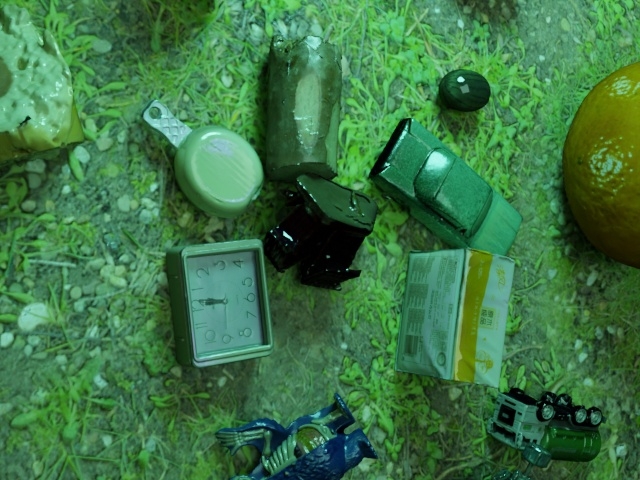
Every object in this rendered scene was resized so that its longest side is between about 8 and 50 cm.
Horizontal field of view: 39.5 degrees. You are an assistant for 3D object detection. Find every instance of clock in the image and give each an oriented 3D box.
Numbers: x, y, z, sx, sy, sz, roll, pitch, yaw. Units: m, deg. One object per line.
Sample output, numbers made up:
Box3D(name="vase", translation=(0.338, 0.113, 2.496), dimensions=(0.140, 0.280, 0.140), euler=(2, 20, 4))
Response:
Box3D(name="clock", translation=(-0.160, 0.098, 1.420), dimensions=(0.147, 0.071, 0.192), euler=(-6, 91, -28))

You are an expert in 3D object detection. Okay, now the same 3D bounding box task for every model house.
Box3D(name="model house", translation=(-0.007, -0.008, 1.477), dimensions=(0.203, 0.141, 0.164), euler=(22, 122, -39))

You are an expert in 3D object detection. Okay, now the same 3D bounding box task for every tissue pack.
Box3D(name="tissue pack", translation=(0.235, 0.134, 1.568), dimensions=(0.124, 0.185, 0.225), euler=(11, 83, -28))

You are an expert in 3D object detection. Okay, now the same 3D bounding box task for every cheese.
Box3D(name="cheese", translation=(-0.191, -0.137, 1.416), dimensions=(0.227, 0.064, 0.137), euler=(42, 66, -22))

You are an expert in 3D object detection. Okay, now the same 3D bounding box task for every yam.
Box3D(name="yam", translation=(-0.027, -0.217, 1.477), dimensions=(0.128, 0.129, 0.238), euler=(4, 83, -13))

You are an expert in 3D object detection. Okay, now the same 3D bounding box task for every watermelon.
Box3D(name="watermelon", translation=(0.272, -0.279, 1.667), dimensions=(0.110, 0.078, 0.078), euler=(2, 87, -29))

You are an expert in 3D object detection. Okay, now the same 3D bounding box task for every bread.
Box3D(name="bread", translation=(-0.429, -0.202, 1.207), dimensions=(0.183, 0.211, 0.224), euler=(-25, 105, -20))

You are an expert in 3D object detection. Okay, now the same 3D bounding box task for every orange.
Box3D(name="orange", translation=(0.682, -0.149, 1.741), dimensions=(0.424, 0.326, 0.424), euler=(1, 89, -27))

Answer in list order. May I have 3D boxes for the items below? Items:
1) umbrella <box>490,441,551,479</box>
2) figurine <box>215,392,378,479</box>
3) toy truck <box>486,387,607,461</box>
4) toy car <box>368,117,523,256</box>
Box3D(name="umbrella", translation=(0.324, 0.530, 1.610), dimensions=(0.143, 0.094, 0.349), euler=(27, 92, -40))
Box3D(name="figurine", translation=(-0.042, 0.362, 1.455), dimensions=(0.262, 0.121, 0.164), euler=(-17, 70, -6))
Box3D(name="toy truck", translation=(0.442, 0.361, 1.722), dimensions=(0.242, 0.101, 0.125), euler=(14, 93, -30))
Box3D(name="toy car", translation=(0.238, -0.076, 1.627), dimensions=(0.320, 0.097, 0.141), euler=(37, 72, -22))
